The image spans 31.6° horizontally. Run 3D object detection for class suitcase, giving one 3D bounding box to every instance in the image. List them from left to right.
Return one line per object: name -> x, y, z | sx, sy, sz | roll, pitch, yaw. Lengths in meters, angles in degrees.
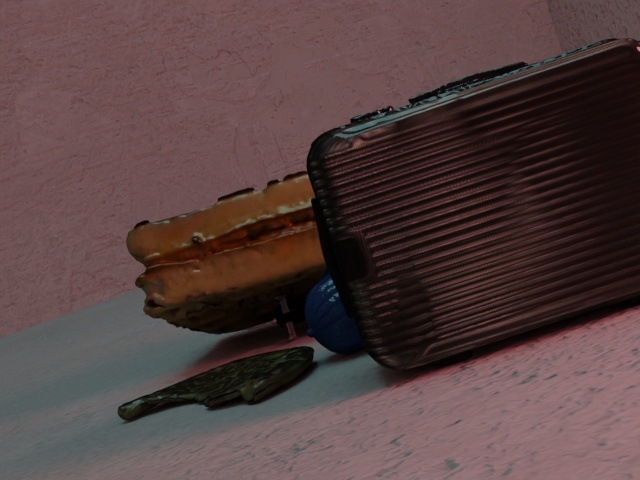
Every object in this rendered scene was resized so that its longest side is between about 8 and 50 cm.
suitcase -> 0.151, -0.033, 0.870 | 0.312, 0.202, 0.128 | -17, 4, 1

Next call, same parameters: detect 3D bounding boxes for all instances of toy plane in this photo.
toy plane -> 0.016, 0.069, 1.211 | 0.197, 0.053, 0.078 | -17, -4, 0

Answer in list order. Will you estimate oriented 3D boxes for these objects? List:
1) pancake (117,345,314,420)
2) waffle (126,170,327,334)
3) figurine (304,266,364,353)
pancake -> -0.091, 0.131, 1.017 | 0.184, 0.020, 0.190 | -18, 3, -13
waffle -> 0.000, -0.001, 1.262 | 0.376, 0.114, 0.261 | -17, -16, 13
figurine -> 0.059, 0.057, 1.031 | 0.149, 0.087, 0.086 | -4, -15, -3
